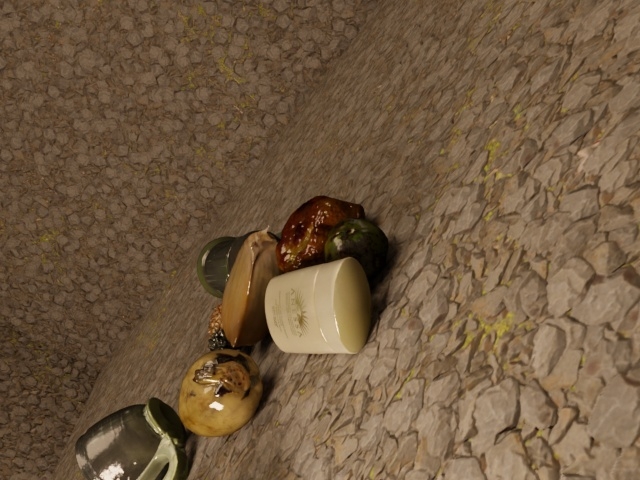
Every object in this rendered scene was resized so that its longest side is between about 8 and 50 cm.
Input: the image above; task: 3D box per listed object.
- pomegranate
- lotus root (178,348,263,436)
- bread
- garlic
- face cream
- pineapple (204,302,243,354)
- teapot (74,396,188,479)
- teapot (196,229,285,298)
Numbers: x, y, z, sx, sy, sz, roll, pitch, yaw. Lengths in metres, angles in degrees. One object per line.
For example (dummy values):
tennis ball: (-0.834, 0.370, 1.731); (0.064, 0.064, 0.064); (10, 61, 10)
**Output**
pomegranate: (0.058, 0.029, 1.211); (0.163, 0.126, 0.138); (-44, 32, 36)
lotus root: (-0.241, 0.351, 1.373); (0.310, 0.183, 0.182); (-40, 24, 50)
bread: (0.002, 0.008, 1.385); (0.247, 0.135, 0.231); (-30, 44, 51)
garlic: (-0.151, 0.096, 1.511); (0.196, 0.151, 0.338); (-101, 28, -72)
face cream: (-0.011, 0.138, 1.199); (0.349, 0.081, 0.173); (-18, 81, 63)
pineapple: (-0.246, 0.269, 1.604); (0.128, 0.128, 0.248); (-48, 20, 25)
teapot: (-0.469, 0.541, 1.551); (0.239, 0.239, 0.321); (-43, 13, 1)
teapot: (-0.201, 0.058, 1.785); (0.271, 0.200, 0.337); (-35, 10, -24)
